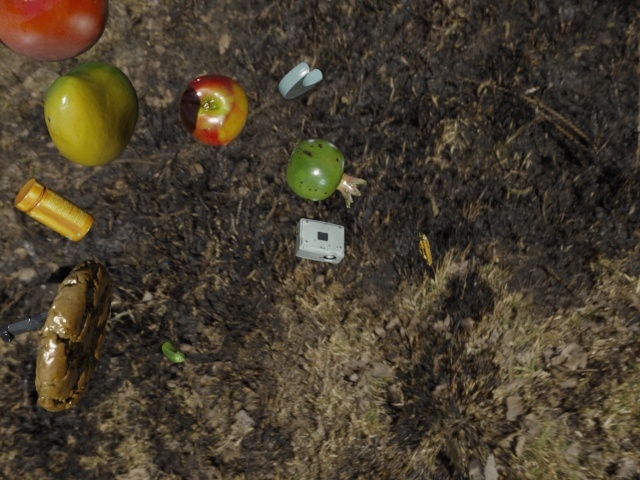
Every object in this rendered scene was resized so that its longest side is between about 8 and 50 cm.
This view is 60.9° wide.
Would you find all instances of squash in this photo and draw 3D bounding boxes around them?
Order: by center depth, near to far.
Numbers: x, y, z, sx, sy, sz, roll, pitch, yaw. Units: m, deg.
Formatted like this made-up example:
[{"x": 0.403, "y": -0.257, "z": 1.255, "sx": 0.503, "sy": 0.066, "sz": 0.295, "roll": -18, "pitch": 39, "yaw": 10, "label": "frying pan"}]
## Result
[{"x": -0.242, "y": 0.187, "z": 0.901, "sx": 0.027, "sy": 0.027, "sz": 0.089, "roll": -61, "pitch": 28, "yaw": -9, "label": "squash"}]

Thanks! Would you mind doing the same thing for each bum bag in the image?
[{"x": -0.689, "y": 0.203, "z": 1.312, "sx": 0.197, "sy": 0.087, "sz": 0.049, "roll": -18, "pitch": 74, "yaw": -3, "label": "bum bag"}]

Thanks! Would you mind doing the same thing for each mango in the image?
[{"x": -0.282, "y": -0.153, "z": 0.670, "sx": 0.085, "sy": 0.191, "sz": 0.122, "roll": 14, "pitch": 116, "yaw": -3, "label": "mango"}]

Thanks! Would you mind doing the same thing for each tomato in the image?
[{"x": -0.718, "y": -0.617, "z": 1.418, "sx": 0.321, "sy": 0.321, "sz": 0.322, "roll": -4, "pitch": 71, "yaw": 13, "label": "tomato"}]

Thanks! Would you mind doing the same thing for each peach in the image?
[{"x": -0.275, "y": -0.340, "z": 1.416, "sx": 0.197, "sy": 0.197, "sz": 0.197, "roll": -4, "pitch": 71, "yaw": 13, "label": "peach"}]

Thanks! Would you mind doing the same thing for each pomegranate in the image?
[{"x": 0.014, "y": -0.182, "z": 1.507, "sx": 0.224, "sy": 0.181, "sz": 0.182, "roll": 25, "pitch": 78, "yaw": -14, "label": "pomegranate"}]

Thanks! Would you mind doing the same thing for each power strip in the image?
[{"x": -0.067, "y": -0.511, "z": 1.758, "sx": 0.137, "sy": 0.216, "sz": 0.044, "roll": -35, "pitch": 91, "yaw": 15, "label": "power strip"}]

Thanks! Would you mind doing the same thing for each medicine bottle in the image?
[{"x": -0.753, "y": -0.083, "z": 1.544, "sx": 0.096, "sy": 0.192, "sz": 0.096, "roll": -27, "pitch": 43, "yaw": 28, "label": "medicine bottle"}]

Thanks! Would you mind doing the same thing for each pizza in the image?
[{"x": 0.306, "y": 0.012, "z": 1.631, "sx": 0.026, "sy": 0.123, "sz": 0.109, "roll": -19, "pitch": 47, "yaw": 4, "label": "pizza"}]

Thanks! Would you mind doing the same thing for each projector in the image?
[{"x": 0.000, "y": 0.000, "z": 1.698, "sx": 0.147, "sy": 0.061, "sz": 0.115, "roll": 10, "pitch": 61, "yaw": -16, "label": "projector"}]

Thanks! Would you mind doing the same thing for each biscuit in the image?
[{"x": -0.343, "y": 0.135, "z": 0.774, "sx": 0.042, "sy": 0.226, "sz": 0.226, "roll": 12, "pitch": 74, "yaw": -8, "label": "biscuit"}]
